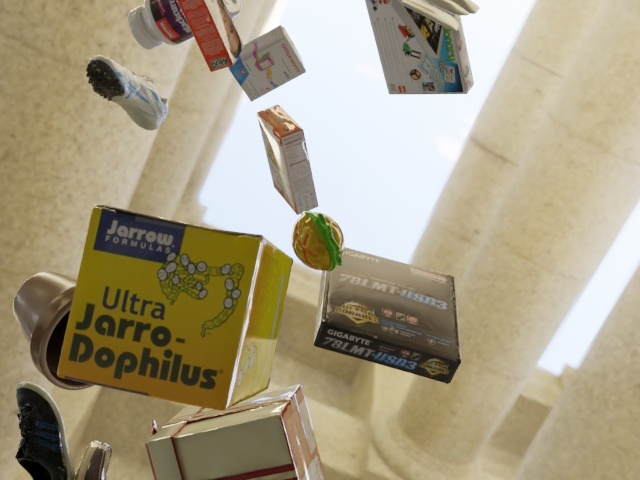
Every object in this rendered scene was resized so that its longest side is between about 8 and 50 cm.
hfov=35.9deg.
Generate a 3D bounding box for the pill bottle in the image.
[{"bbox_3d":[-0.250,-0.419,1.792,0.108,0.193,0.108,41,-141,-45],"label":"pill bottle"}]

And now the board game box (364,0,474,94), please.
[{"bbox_3d":[0.202,-0.452,2.085,0.193,0.305,0.053,5,-141,32],"label":"board game box"}]

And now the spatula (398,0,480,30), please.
[{"bbox_3d":[0.103,-0.367,1.386,0.242,0.019,0.168,29,-145,7],"label":"spatula"}]

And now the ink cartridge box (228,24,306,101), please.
[{"bbox_3d":[-0.100,-0.328,1.828,0.088,0.122,0.052,54,-169,-41],"label":"ink cartridge box"}]

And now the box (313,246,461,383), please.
[{"bbox_3d":[0.141,0.144,2.064,0.295,0.073,0.293,16,-145,-5],"label":"box"}]

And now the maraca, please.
[{"bbox_3d":[0.000,0.000,1.893,0.127,0.099,0.185,64,165,-5],"label":"maraca"}]

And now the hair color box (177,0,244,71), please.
[{"bbox_3d":[-0.168,-0.335,1.486,0.043,0.141,0.072,-12,-148,20],"label":"hair color box"}]

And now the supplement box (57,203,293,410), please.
[{"bbox_3d":[-0.160,0.086,1.222,0.194,0.195,0.356,11,176,5],"label":"supplement box"}]

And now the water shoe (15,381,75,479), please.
[{"bbox_3d":[-0.479,0.341,1.678,0.080,0.073,0.203,-28,-80,-58],"label":"water shoe"}]

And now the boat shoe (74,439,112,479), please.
[{"bbox_3d":[-0.386,0.478,1.699,0.092,0.103,0.285,5,-136,-1],"label":"boat shoe"}]

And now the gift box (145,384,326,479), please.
[{"bbox_3d":[-0.137,0.397,1.645,0.258,0.255,0.276,-13,178,7],"label":"gift box"}]

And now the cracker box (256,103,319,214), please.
[{"bbox_3d":[-0.081,-0.200,2.439,0.067,0.232,0.156,-22,-142,-14],"label":"cracker box"}]

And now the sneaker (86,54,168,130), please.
[{"bbox_3d":[-0.370,-0.296,1.898,0.085,0.086,0.237,11,164,24],"label":"sneaker"}]

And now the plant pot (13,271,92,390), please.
[{"bbox_3d":[-0.593,0.183,2.307,0.229,0.263,0.263,30,-160,37],"label":"plant pot"}]
